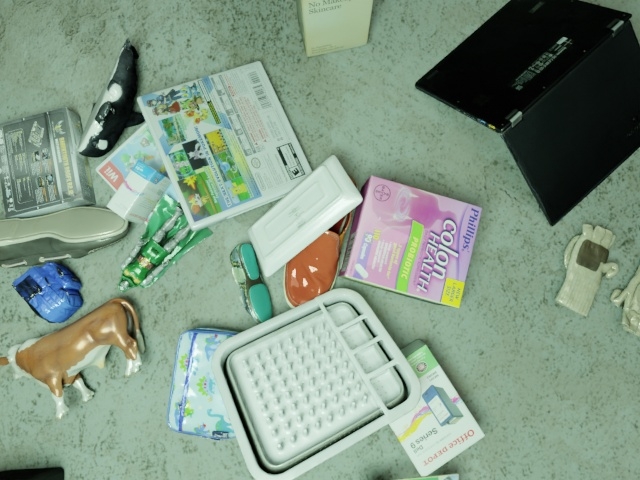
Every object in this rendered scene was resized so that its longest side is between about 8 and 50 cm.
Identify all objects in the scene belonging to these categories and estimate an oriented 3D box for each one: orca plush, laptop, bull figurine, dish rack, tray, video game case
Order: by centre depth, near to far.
[{"bbox_3d":[-0.013,0.263,0.775,0.332,0.072,0.286,-22,53,-17],"label":"dish rack"},{"bbox_3d":[-0.050,-0.056,0.864,0.270,0.030,0.145,-39,57,16],"label":"tray"},{"bbox_3d":[-0.525,0.253,0.873,0.310,0.101,0.189,-31,88,1],"label":"bull figurine"},{"bbox_3d":[-0.210,-0.224,0.927,0.299,0.036,0.329,-23,83,-14],"label":"video game case"},{"bbox_3d":[0.515,-0.328,0.959,0.382,0.236,0.408,-41,55,-4],"label":"laptop"},{"bbox_3d":[-0.359,-0.193,0.962,0.285,0.025,0.204,-44,84,-4],"label":"video game case"},{"bbox_3d":[-0.470,-0.319,0.969,0.151,0.102,0.288,-8,66,45],"label":"orca plush"}]

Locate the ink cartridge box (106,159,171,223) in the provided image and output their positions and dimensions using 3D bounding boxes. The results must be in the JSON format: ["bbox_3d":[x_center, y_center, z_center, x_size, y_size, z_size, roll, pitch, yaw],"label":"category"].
[{"bbox_3d":[-0.395,-0.103,0.893,0.052,0.088,0.123,31,85,5],"label":"ink cartridge box"}]

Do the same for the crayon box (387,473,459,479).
[{"bbox_3d":[0.185,0.622,0.772,0.202,0.083,0.323,-6,99,1],"label":"crayon box"}]

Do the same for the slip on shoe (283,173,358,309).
[{"bbox_3d":[0.000,0.000,0.890,0.122,0.101,0.332,20,85,2],"label":"slip on shoe"}]

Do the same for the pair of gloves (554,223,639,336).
[{"bbox_3d":[0.644,0.087,0.891,0.239,0.042,0.204,20,80,2],"label":"pair of gloves"}]

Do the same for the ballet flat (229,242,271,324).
[{"bbox_3d":[-0.159,0.101,0.905,0.070,0.070,0.189,-15,79,0],"label":"ballet flat"}]

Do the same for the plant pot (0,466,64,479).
[{"bbox_3d":[-0.623,0.553,0.803,0.187,0.167,0.188,-4,82,0],"label":"plant pot"}]

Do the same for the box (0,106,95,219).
[{"bbox_3d":[-0.646,-0.176,0.951,0.182,0.056,0.231,-15,83,-1],"label":"box"}]

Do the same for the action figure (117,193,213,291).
[{"bbox_3d":[-0.373,0.027,0.915,0.137,0.063,0.232,41,90,-8],"label":"action figure"}]

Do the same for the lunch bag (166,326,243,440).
[{"bbox_3d":[-0.228,0.299,0.866,0.175,0.090,0.219,8,82,5],"label":"lunch bag"}]

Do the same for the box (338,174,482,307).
[{"bbox_3d":[0.184,0.007,0.864,0.242,0.117,0.214,16,83,-3],"label":"box"}]

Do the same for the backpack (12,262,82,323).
[{"bbox_3d":[-0.586,0.116,0.892,0.101,0.098,0.120,-41,83,-7],"label":"backpack"}]

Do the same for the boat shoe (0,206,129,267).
[{"bbox_3d":[-0.592,-0.002,0.922,0.334,0.096,0.112,-5,47,-3],"label":"boat shoe"}]

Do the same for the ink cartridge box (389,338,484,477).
[{"bbox_3d":[0.207,0.341,0.845,0.154,0.093,0.213,-32,85,-3],"label":"ink cartridge box"}]

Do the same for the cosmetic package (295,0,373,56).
[{"bbox_3d":[0.026,-0.537,0.851,0.160,0.309,0.113,-13,82,0],"label":"cosmetic package"}]
